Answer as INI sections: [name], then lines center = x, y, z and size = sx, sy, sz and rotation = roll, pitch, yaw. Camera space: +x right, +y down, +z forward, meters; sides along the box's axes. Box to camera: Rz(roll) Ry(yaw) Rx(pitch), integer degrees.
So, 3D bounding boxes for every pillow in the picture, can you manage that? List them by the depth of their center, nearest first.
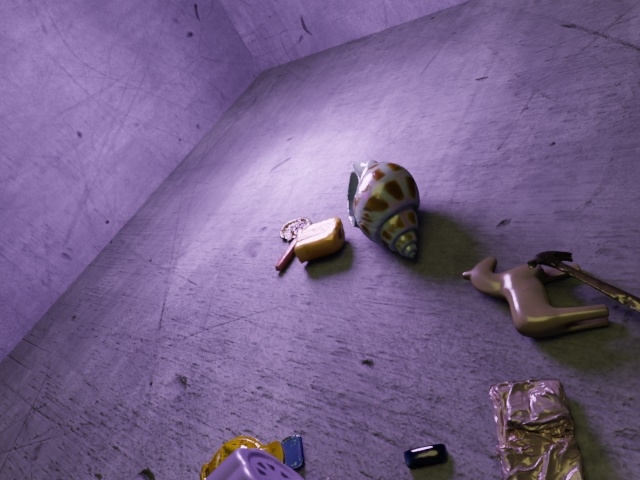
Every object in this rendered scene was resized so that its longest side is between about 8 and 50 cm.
[pillow]
center = 0.370, 0.353, 0.731
size = 0.135, 0.049, 0.248
rotation = -12, 45, 23

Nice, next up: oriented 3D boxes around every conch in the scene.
[conch]
center = 0.184, -0.102, 1.270
size = 0.249, 0.197, 0.368
rotation = 125, 159, -46

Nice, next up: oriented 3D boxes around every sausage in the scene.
[sausage]
center = -0.109, 0.048, 1.468
size = 0.035, 0.030, 0.147
rotation = 5, 52, 43

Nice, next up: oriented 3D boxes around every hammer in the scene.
[hammer]
center = 0.555, 0.099, 0.819
size = 0.125, 0.027, 0.297
rotation = -16, 36, -32

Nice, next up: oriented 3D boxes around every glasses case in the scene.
[glasses case]
center = 0.200, 0.413, 0.819
size = 0.083, 0.023, 0.034
rotation = -23, 35, 19

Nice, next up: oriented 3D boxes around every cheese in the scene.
[cheese]
center = -0.156, 0.510, 0.965
size = 0.250, 0.064, 0.157
rotation = -18, 40, 7

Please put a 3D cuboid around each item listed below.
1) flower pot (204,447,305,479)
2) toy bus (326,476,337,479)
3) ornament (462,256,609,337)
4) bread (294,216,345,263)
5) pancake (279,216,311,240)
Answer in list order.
[flower pot]
center = -0.139, 0.515, 0.741
size = 0.265, 0.265, 0.243
rotation = 18, 73, 48
[toy bus]
center = 0.042, 0.560, 0.731
size = 0.106, 0.092, 0.268
rotation = -38, 35, 12
[ornament]
center = 0.447, 0.108, 0.929
size = 0.244, 0.061, 0.230
rotation = -15, 40, 19
[bread]
center = 0.001, 0.002, 1.385
size = 0.173, 0.085, 0.134
rotation = -17, 36, 25
[pancake]
center = -0.090, -0.045, 1.564
size = 0.129, 0.023, 0.116
rotation = -12, 42, 22
